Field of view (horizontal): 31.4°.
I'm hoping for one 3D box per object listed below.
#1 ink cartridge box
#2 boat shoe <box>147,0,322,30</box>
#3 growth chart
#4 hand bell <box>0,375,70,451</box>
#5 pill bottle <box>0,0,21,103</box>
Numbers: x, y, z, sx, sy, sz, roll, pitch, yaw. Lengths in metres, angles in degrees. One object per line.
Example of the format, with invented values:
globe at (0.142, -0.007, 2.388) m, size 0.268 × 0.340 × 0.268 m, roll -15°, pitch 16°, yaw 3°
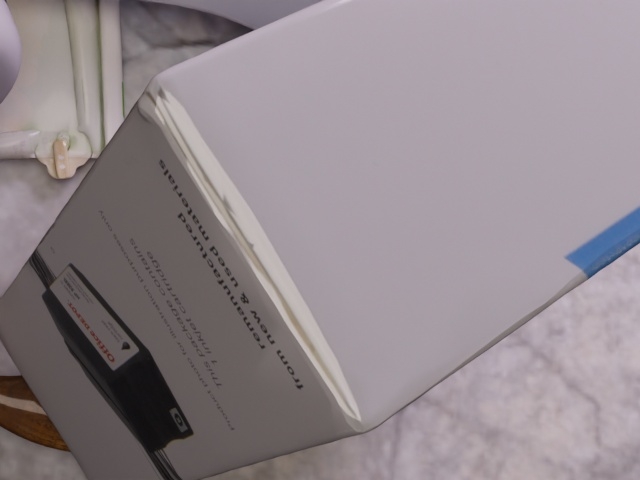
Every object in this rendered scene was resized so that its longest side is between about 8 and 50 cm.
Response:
ink cartridge box at (0.000, 0.000, 0.513) m, size 0.223 × 0.307 × 0.129 m, roll -31°, pitch 89°, yaw -29°
boat shoe at (-0.050, -0.187, 0.667) m, size 0.301 × 0.108 × 0.102 m, roll 6°, pitch 51°, yaw -12°
growth chart at (-0.226, -0.116, 0.658) m, size 0.237 × 0.021 × 0.172 m, roll 3°, pitch 79°, yaw -10°
hand bell at (-0.201, 0.076, 0.598) m, size 0.242 × 0.126 × 0.126 m, roll 16°, pitch 77°, yaw -19°
pill bottle at (-0.292, -0.201, 0.555) m, size 0.188 × 0.188 × 0.334 m, roll -23°, pitch 84°, yaw -14°
